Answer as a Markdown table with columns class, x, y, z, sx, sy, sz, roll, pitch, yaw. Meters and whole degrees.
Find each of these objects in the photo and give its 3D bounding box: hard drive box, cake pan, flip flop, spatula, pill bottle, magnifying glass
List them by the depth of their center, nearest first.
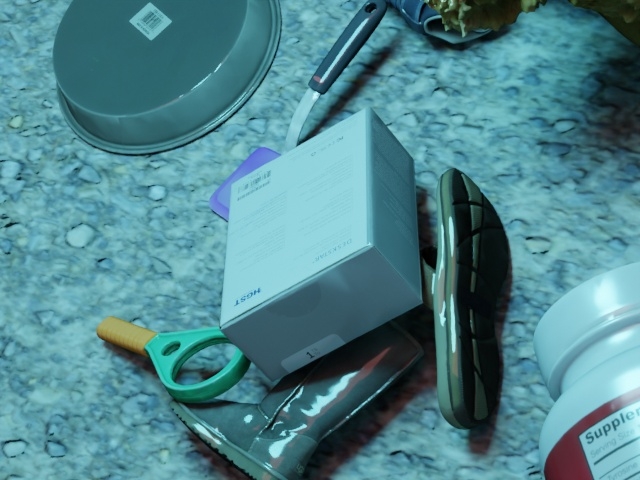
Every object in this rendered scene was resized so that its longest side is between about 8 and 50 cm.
| class | x | y | z | sx | sy | sz | roll | pitch | yaw |
| --- | --- | --- | --- | --- | --- | --- | --- | --- | --- |
| pill bottle | 0.313 | 0.227 | 1.382 | 0.229 | 0.229 | 0.407 | -22 | 54 | 10 |
| flip flop | 0.126 | 0.054 | 1.657 | 0.080 | 0.112 | 0.277 | -14 | 60 | 33 |
| hard drive box | 0.000 | 0.000 | 1.678 | 0.181 | 0.089 | 0.232 | -29 | 32 | 22 |
| magnifying glass | -0.157 | 0.112 | 1.742 | 0.092 | 0.026 | 0.231 | -44 | 33 | -25 |
| spatula | -0.014 | -0.141 | 1.852 | 0.084 | 0.030 | 0.296 | 35 | 94 | 35 |
| cake pan | -0.191 | -0.238 | 1.993 | 0.293 | 0.054 | 0.293 | -11 | 57 | 17 |

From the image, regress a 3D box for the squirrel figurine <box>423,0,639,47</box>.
| class | x | y | z | sx | sy | sz | roll | pitch | yaw |
| --- | --- | --- | --- | --- | --- | --- | --- | --- | --- |
| squirrel figurine | 0.254 | -0.321 | 1.636 | 0.370 | 0.397 | 0.281 | 33 | 116 | 35 |

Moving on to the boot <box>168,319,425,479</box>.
| class | x | y | z | sx | sy | sz | roll | pitch | yaw |
| --- | --- | --- | --- | --- | --- | --- | --- | --- | --- |
| boot | -0.026 | 0.138 | 1.681 | 0.190 | 0.076 | 0.208 | 31 | 79 | 32 |

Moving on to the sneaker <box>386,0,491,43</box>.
| class | x | y | z | sx | sy | sz | roll | pitch | yaw |
| --- | --- | --- | --- | --- | --- | --- | --- | --- | --- |
| sneaker | 0.170 | -0.315 | 1.859 | 0.226 | 0.086 | 0.163 | -41 | 53 | -3 |
